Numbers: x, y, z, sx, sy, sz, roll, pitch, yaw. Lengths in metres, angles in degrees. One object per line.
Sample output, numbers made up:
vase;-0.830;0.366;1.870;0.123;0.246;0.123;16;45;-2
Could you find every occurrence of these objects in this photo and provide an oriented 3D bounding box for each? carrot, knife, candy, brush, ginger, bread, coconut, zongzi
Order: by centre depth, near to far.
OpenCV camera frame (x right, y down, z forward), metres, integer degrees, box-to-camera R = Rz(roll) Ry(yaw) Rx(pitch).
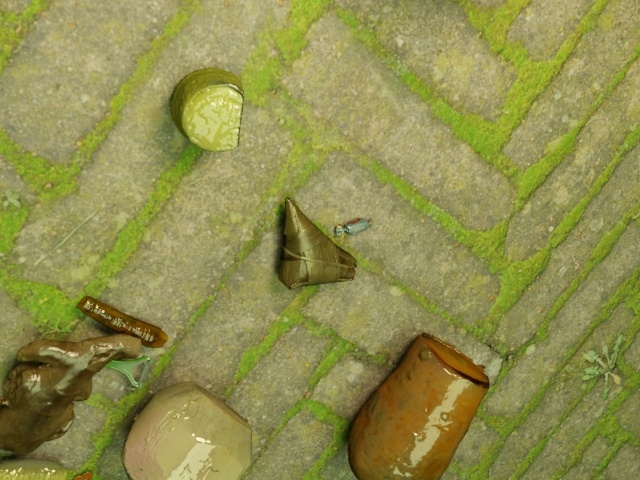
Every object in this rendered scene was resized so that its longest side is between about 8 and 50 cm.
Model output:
bread;-0.173;-0.202;1.016;0.111;0.114;0.129;-2;111;-19
ginger;-0.466;0.258;1.092;0.333;0.080;0.166;-42;130;8
brush;-0.597;0.412;1.130;0.313;0.072;0.067;10;85;-26
carrot;-0.344;0.143;1.136;0.171;0.042;0.042;36;94;-32
knife;-0.387;0.223;1.160;0.166;0.022;0.078;17;105;-25
coconut;-0.254;0.389;1.190;0.230;0.227;0.227;-51;125;-9
zongzi;0.000;0.000;1.223;0.160;0.078;0.176;-5;107;-31
candy;0.068;-0.030;1.270;0.083;0.020;0.030;-17;121;-20
carrot;0.208;0.392;1.419;0.224;0.224;0.340;27;100;-33

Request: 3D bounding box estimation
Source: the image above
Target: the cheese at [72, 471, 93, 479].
cheese;-0.446;0.493;1.262;0.047;0.017;0.111;-23;121;-19
